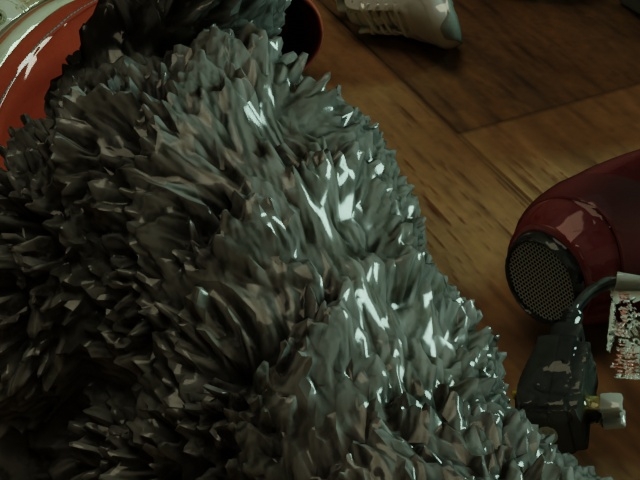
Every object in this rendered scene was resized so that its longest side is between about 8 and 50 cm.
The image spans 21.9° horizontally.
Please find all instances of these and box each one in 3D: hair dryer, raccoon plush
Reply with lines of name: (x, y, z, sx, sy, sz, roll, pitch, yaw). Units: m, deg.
hair dryer: (0.203, 0.033, 0.832, 0.223, 0.080, 0.293, 12, 38, 1)
raccoon plush: (0.000, 0.000, 0.590, 0.216, 0.446, 0.299, -17, 17, -41)

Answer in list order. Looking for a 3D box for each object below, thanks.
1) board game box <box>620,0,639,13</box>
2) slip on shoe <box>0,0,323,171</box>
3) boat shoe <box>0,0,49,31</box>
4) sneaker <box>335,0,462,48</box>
board game box: (0.375, -0.223, 1.115, 0.303, 0.097, 0.224, -21, 28, -8)
slip on shoe: (-0.115, -0.101, 1.058, 0.101, 0.123, 0.331, 19, 35, 30)
boat shoe: (-0.253, -0.126, 1.154, 0.302, 0.109, 0.098, -29, 77, -33)
sneaker: (0.055, -0.164, 1.191, 0.061, 0.054, 0.152, -25, 28, -11)
